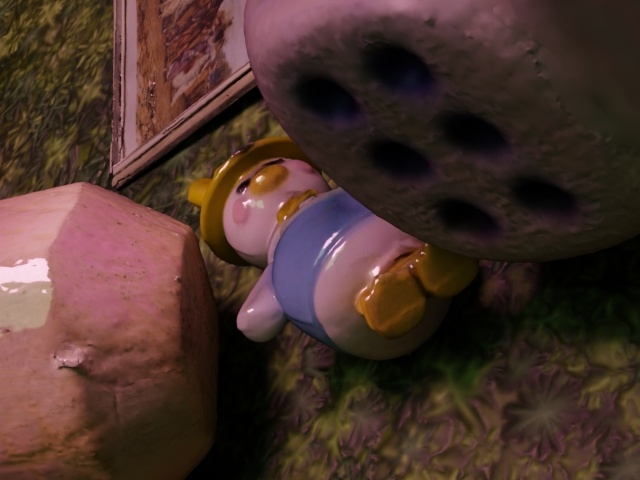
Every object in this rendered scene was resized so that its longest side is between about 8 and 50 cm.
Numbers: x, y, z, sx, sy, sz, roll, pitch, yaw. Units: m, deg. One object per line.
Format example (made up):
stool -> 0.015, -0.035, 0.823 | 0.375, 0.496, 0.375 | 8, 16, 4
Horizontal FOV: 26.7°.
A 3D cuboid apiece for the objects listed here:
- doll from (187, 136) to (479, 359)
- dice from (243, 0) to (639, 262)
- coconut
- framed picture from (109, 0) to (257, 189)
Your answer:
doll -> -0.001, 0.000, 0.821 | 0.241, 0.099, 0.135 | 33, 96, 49
dice -> 0.094, -0.114, 0.654 | 0.194, 0.193, 0.191 | -14, 43, 52
coconut -> -0.177, 0.082, 0.844 | 0.237, 0.237, 0.197 | -43, 12, 15
framed picture -> -0.104, -0.196, 1.106 | 0.217, 0.017, 0.274 | -34, 44, 29
